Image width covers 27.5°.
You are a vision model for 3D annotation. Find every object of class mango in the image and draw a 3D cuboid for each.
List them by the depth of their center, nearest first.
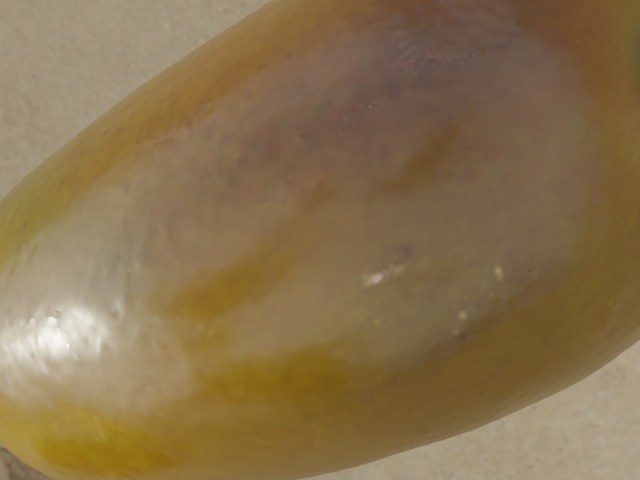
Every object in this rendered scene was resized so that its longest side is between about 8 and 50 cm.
[{"bbox_3d":[0.002,-0.001,0.389,0.254,0.175,0.139,-27,88,2],"label":"mango"}]
